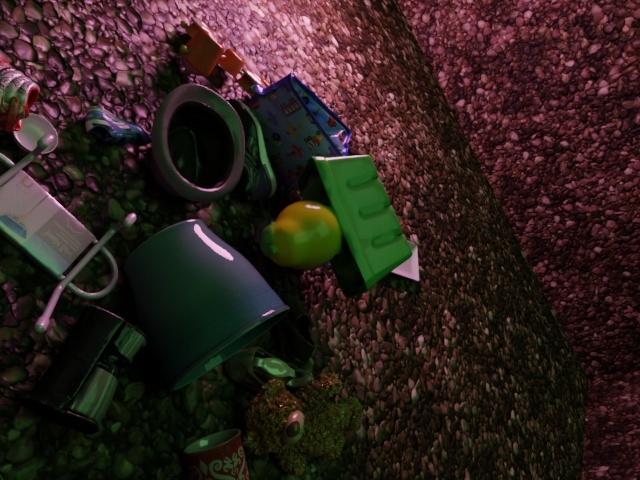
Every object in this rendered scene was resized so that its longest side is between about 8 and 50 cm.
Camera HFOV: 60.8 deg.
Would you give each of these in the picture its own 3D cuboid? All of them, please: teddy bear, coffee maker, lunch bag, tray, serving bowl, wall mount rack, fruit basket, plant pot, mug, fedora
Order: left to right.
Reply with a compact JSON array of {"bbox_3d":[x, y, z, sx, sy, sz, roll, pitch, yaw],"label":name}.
[{"bbox_3d":[-0.544,-0.197,1.030,0.083,0.027,0.083,29,50,-41],"label":"serving bowl"},{"bbox_3d":[-0.482,-0.012,0.916,0.350,0.130,0.304,48,40,-22],"label":"wall mount rack"},{"bbox_3d":[-0.398,0.199,0.896,0.171,0.120,0.178,45,47,-31],"label":"coffee maker"},{"bbox_3d":[-0.303,-0.209,1.268,0.243,0.124,0.276,22,63,-43],"label":"fedora"},{"bbox_3d":[-0.243,0.109,1.068,0.255,0.271,0.271,54,34,8],"label":"plant pot"},{"bbox_3d":[-0.175,0.465,1.064,0.150,0.113,0.169,-11,83,-53],"label":"mug"},{"bbox_3d":[-0.090,-0.311,1.512,0.293,0.221,0.138,43,41,-35],"label":"lunch bag"},{"bbox_3d":[-0.020,0.417,1.220,0.113,0.245,0.338,43,-9,44],"label":"teddy bear"},{"bbox_3d":[0.009,-0.019,1.408,0.392,0.283,0.392,2,79,-11],"label":"fruit basket"},{"bbox_3d":[0.267,0.055,1.937,0.270,0.030,0.145,20,62,-46],"label":"tray"}]

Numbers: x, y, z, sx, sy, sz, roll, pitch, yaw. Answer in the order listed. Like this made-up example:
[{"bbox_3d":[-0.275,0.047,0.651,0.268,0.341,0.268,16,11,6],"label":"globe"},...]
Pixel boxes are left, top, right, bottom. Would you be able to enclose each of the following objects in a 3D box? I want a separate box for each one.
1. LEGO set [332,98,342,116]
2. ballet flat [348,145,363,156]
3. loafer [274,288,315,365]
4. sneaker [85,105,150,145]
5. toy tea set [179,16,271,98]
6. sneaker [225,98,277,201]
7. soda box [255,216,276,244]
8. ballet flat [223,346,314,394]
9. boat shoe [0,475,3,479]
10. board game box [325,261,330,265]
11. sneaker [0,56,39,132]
[{"bbox_3d":[0.056,-0.478,1.992,0.054,0.023,0.083,42,28,-34],"label":"LEGO set"},{"bbox_3d":[0.114,-0.288,1.933,0.250,0.058,0.084,30,27,-48],"label":"ballet flat"},{"bbox_3d":[-0.059,0.202,1.354,0.080,0.078,0.220,22,34,-45],"label":"loafer"},{"bbox_3d":[-0.437,-0.230,1.171,0.144,0.053,0.059,21,54,-35],"label":"sneaker"},{"bbox_3d":[-0.263,-0.455,1.509,0.336,0.124,0.200,37,14,-30],"label":"toy tea set"},{"bbox_3d":[-0.214,-0.238,1.427,0.124,0.107,0.283,-20,87,-49],"label":"sneaker"},{"bbox_3d":[-0.090,0.007,1.476,0.183,0.063,0.058,30,48,-40],"label":"soda box"},{"bbox_3d":[-0.082,0.329,1.265,0.316,0.106,0.108,34,45,-38],"label":"ballet flat"},{"bbox_3d":[-0.457,0.419,0.752,0.081,0.068,0.228,-18,85,-55],"label":"boat shoe"},{"bbox_3d":[0.000,0.000,1.626,0.168,0.033,0.133,17,57,-47],"label":"board game box"},{"bbox_3d":[-0.590,-0.224,0.905,0.145,0.090,0.270,33,40,-12],"label":"sneaker"}]
